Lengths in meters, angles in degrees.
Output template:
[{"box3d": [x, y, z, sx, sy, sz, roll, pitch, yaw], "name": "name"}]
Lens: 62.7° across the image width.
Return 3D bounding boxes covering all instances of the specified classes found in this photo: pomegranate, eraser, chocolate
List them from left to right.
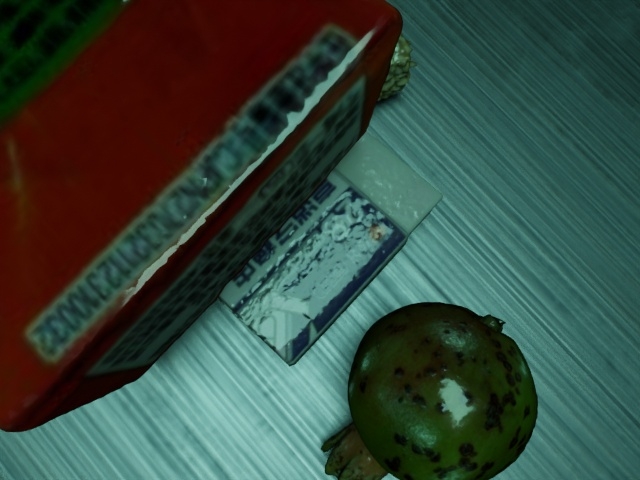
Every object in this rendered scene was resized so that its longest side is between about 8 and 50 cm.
[{"box3d": [-0.174, -0.099, 0.424, 0.341, 0.161, 0.360, 41, 85, 18], "name": "chocolate"}, {"box3d": [0.000, 0.000, 0.499, 0.124, 0.068, 0.210, 42, 79, 9], "name": "eraser"}, {"box3d": [0.082, 0.141, 0.439, 0.159, 0.159, 0.205, 45, 108, 6], "name": "pomegranate"}]

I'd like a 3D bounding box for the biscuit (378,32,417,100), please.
[{"box3d": [0.008, -0.169, 0.533, 0.168, 0.070, 0.082, -23, 70, -6], "name": "biscuit"}]
